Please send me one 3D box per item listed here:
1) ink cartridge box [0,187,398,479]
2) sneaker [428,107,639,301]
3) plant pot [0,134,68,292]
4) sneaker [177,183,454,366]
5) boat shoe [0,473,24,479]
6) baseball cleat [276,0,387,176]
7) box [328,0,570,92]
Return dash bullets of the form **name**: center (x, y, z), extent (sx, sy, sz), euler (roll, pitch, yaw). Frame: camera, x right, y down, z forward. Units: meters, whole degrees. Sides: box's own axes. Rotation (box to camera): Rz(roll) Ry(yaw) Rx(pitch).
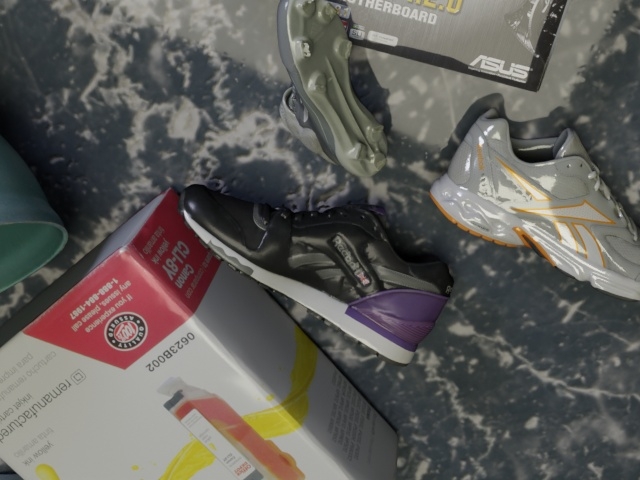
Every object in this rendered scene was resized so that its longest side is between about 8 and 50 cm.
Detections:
- **ink cartridge box**: center (-0.140, 0.188, 1.072), extent (0.279, 0.160, 0.385), euler (-38, 104, 20)
- **sneaker**: center (0.242, -0.035, 0.969), extent (0.262, 0.099, 0.121), euler (22, 110, -4)
- **plant pot**: center (-0.412, -0.039, 0.967), extent (0.293, 0.293, 0.196), euler (-28, 81, 17)
- **sneaker**: center (0.000, 0.000, 1.023), extent (0.283, 0.107, 0.124), euler (31, 99, -11)
- **boat shoe**: center (-0.353, 0.319, 1.207), extent (0.183, 0.065, 0.083), euler (-12, 110, 11)
- **baseball cleat**: center (-0.011, -0.139, 0.932), extent (0.109, 0.072, 0.206), euler (19, 145, 42)
- **box**: center (0.109, -0.249, 0.911), extent (0.231, 0.056, 0.183), euler (15, 115, 0)
